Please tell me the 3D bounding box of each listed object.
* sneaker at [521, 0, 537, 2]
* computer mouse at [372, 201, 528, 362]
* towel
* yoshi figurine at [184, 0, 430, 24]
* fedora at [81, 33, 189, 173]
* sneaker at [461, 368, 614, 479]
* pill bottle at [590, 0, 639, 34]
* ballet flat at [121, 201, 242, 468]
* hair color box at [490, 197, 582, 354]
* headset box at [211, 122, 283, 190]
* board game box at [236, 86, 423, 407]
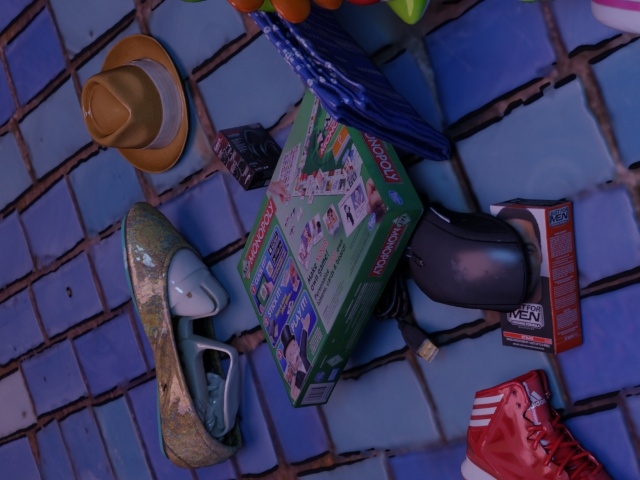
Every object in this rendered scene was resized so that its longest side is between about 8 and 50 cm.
[{"bbox_3d":[0.146,-0.412,1.034,0.185,0.202,0.483,3,119,41],"label":"sneaker"},{"bbox_3d":[0.109,0.047,1.351,0.262,0.060,0.184,29,125,56],"label":"computer mouse"},{"bbox_3d":[-0.011,-0.218,1.327,0.040,0.243,0.336,-44,65,16],"label":"towel"},{"bbox_3d":[-0.011,-0.307,1.178,0.203,0.362,0.204,30,125,36],"label":"yoshi figurine"},{"bbox_3d":[-0.248,-0.170,1.716,0.194,0.079,0.194,18,115,44],"label":"fedora"},{"bbox_3d":[0.220,0.201,1.294,0.221,0.087,0.128,16,115,44],"label":"sneaker"},{"bbox_3d":[0.289,-0.301,0.996,0.160,0.160,0.283,19,116,44],"label":"pill bottle"},{"bbox_3d":[-0.162,0.118,1.698,0.123,0.123,0.349,-1,101,49],"label":"ballet flat"},{"bbox_3d":[0.206,0.033,1.287,0.072,0.043,0.141,5,105,50],"label":"hair color box"},{"bbox_3d":[-0.081,-0.100,1.560,0.083,0.062,0.032,52,134,26],"label":"headset box"},{"bbox_3d":[0.000,0.000,1.453,0.213,0.046,0.317,67,147,37],"label":"board game box"}]
